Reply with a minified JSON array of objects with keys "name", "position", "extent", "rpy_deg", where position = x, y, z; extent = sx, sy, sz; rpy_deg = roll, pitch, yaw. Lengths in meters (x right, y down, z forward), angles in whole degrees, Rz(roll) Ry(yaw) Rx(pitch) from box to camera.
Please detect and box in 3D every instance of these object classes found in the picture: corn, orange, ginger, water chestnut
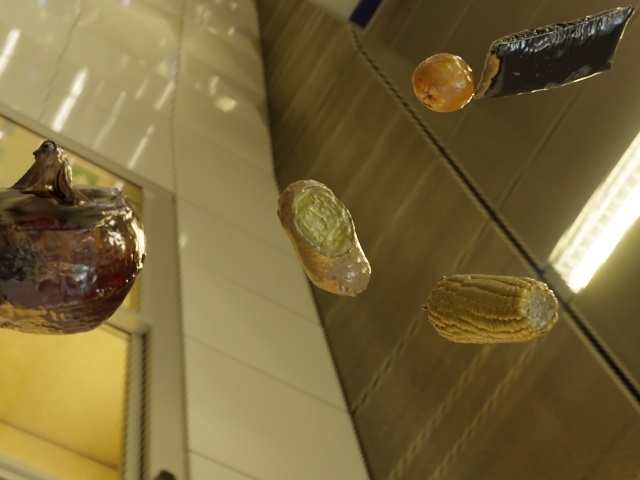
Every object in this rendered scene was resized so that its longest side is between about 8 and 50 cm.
[{"name":"corn","position":[0.246,0.099,1.516],"extent":[0.106,0.106,0.305],"rpy_deg":[-66,-164,-11]},{"name":"orange","position":[0.162,-0.206,1.383],"extent":[0.070,0.083,0.083],"rpy_deg":[-54,-168,-33]},{"name":"ginger","position":[0.000,0.000,2.180],"extent":[0.130,0.275,0.221],"rpy_deg":[-27,164,-12]},{"name":"water chestnut","position":[-0.450,-0.011,1.700],"extent":[0.350,0.351,0.302],"rpy_deg":[-127,-142,-69]}]

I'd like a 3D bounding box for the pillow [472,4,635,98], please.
[{"name":"pillow","position":[0.316,-0.252,1.440],"extent":[0.141,0.208,0.055],"rpy_deg":[95,-21,-65]}]
